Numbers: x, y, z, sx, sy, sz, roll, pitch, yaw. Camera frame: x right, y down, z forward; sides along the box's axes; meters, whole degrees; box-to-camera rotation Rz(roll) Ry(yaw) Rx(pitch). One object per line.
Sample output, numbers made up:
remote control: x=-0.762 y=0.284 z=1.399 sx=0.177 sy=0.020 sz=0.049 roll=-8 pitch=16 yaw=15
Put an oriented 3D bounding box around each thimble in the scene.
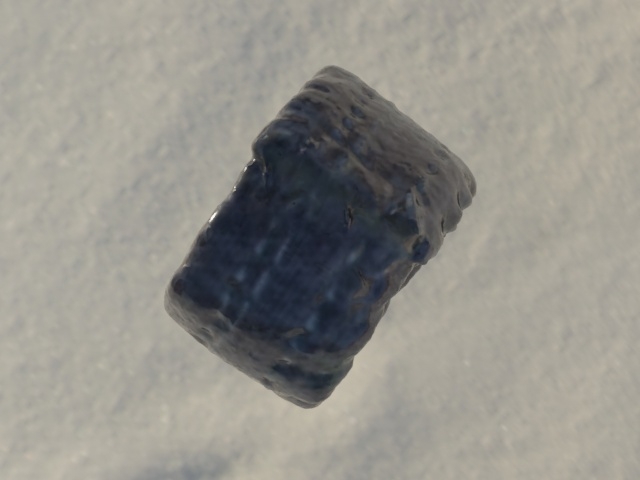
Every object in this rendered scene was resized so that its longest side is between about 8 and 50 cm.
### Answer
thimble: x=0.000 y=-0.001 z=0.908 sx=0.098 sy=0.150 sz=0.150 roll=36 pitch=86 yaw=2
